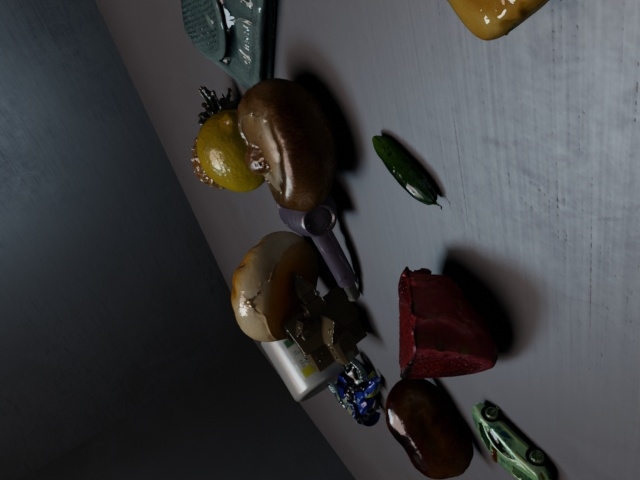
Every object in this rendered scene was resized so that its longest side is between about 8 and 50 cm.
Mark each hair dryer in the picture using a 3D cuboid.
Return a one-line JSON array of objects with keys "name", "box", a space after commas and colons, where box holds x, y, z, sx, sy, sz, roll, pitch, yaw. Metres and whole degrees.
[{"name": "hair dryer", "box": [0.000, 0.000, 1.374, 0.361, 0.121, 0.301, 63, 173, -28]}]

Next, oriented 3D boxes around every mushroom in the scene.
[{"name": "mushroom", "box": [0.228, 0.403, 1.348, 0.227, 0.148, 0.217, 64, 180, 5]}, {"name": "mushroom", "box": [-0.059, -0.178, 1.112, 0.253, 0.153, 0.253, 50, 156, 32]}]

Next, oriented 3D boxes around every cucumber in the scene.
[{"name": "cucumber", "box": [0.123, -0.104, 0.898, 0.168, 0.039, 0.039, 54, 163, 27]}]

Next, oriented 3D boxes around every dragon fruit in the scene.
[{"name": "dragon fruit", "box": [0.189, 0.147, 0.960, 0.189, 0.163, 0.262, 26, 159, 10]}]

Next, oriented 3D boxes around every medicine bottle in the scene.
[{"name": "medicine bottle", "box": [-0.077, 0.325, 1.954, 0.340, 0.208, 0.208, 56, 164, 18]}]

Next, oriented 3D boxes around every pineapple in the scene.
[{"name": "pineapple", "box": [-0.266, -0.286, 1.606, 0.169, 0.169, 0.340, 53, 155, 25]}]

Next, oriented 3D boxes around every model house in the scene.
[{"name": "model house", "box": [-0.005, 0.182, 1.519, 0.248, 0.181, 0.176, 60, 163, -18]}]

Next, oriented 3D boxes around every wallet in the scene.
[{"name": "wallet", "box": [-0.188, -0.428, 1.145, 0.237, 0.075, 0.342, 42, 162, 9]}]

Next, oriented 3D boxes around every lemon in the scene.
[{"name": "lemon", "box": [-0.200, -0.211, 1.441, 0.187, 0.186, 0.244, 50, 158, 32]}]

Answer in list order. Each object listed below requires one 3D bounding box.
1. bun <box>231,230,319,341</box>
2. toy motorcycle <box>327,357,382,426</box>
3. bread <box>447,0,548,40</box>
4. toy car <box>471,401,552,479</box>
[{"name": "bun", "box": [-0.138, 0.115, 1.580, 0.164, 0.299, 0.299, 12, 139, 26]}, {"name": "toy motorcycle", "box": [0.115, 0.453, 1.781, 0.169, 0.113, 0.315, 41, 150, 23]}, {"name": "bread", "box": [0.140, -0.258, 0.487, 0.173, 0.085, 0.134, 60, 161, 8]}, {"name": "toy car", "box": [0.326, 0.366, 1.062, 0.186, 0.058, 0.093, 44, 159, 44]}]
